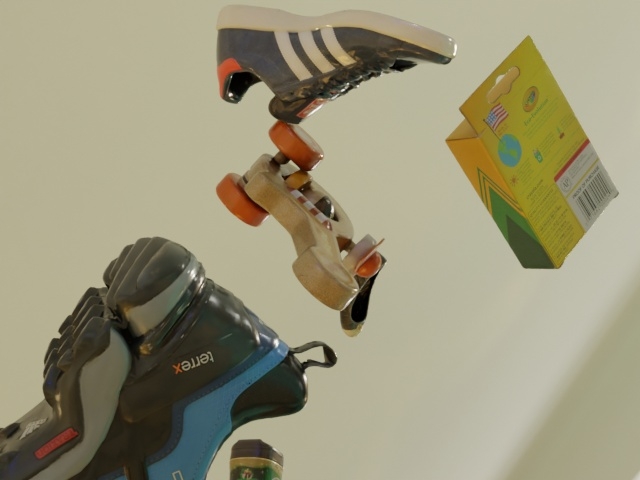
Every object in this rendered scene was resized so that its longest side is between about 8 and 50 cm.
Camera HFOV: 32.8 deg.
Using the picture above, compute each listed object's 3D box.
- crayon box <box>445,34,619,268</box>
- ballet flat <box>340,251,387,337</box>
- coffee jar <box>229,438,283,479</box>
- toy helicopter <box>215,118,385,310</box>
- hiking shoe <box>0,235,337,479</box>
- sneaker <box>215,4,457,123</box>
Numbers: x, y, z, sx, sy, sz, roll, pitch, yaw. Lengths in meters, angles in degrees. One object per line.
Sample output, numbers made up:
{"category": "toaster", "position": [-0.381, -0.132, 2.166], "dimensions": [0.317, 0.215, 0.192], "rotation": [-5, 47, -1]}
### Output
{"category": "crayon box", "position": [0.328, -0.137, 1.724], "dimensions": [0.202, 0.081, 0.318], "rotation": [-46, -66, -27]}
{"category": "ballet flat", "position": [0.068, 0.091, 1.771], "dimensions": [0.057, 0.049, 0.173], "rotation": [-29, -41, -45]}
{"category": "coffee jar", "position": [-0.106, 0.410, 1.716], "dimensions": [0.096, 0.079, 0.184], "rotation": [54, -144, -58]}
{"category": "toy helicopter", "position": [0.000, 0.000, 1.411], "dimensions": [0.235, 0.355, 0.140], "rotation": [39, -76, -22]}
{"category": "hiking shoe", "position": [-0.130, 0.149, 0.582], "dimensions": [0.132, 0.113, 0.304], "rotation": [37, -82, -16]}
{"category": "sneaker", "position": [0.012, -0.223, 1.439], "dimensions": [0.131, 0.350, 0.148], "rotation": [6, -87, -58]}
